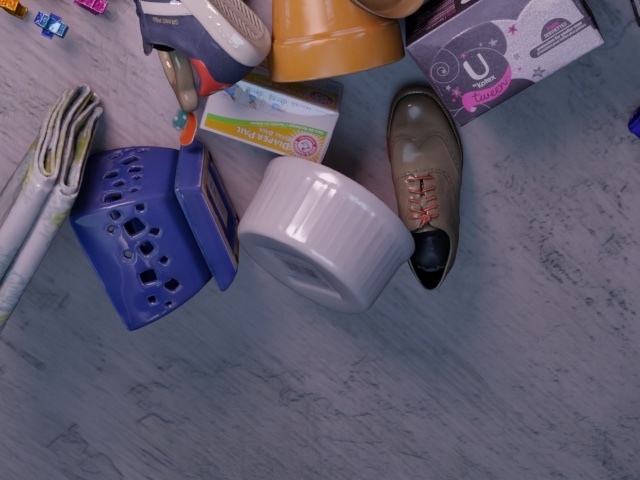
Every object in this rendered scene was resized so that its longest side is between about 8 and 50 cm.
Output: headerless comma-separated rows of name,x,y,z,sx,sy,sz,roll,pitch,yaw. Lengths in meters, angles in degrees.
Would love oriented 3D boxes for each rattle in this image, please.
rattle,-0.185,-0.269,1.709,0.143,0.130,0.199,-29,111,-28

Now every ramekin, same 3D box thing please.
ramekin,0.000,0.000,1.737,0.277,0.135,0.277,29,162,10

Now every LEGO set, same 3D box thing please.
LEGO set,-0.448,-0.374,1.677,0.227,0.093,0.087,26,89,-5

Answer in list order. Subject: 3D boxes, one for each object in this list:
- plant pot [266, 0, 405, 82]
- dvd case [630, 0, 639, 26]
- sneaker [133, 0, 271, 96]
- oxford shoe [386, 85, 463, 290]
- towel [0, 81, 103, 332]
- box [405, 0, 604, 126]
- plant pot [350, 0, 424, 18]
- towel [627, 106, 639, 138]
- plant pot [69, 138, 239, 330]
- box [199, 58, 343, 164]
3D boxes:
plant pot,0.010,-0.346,1.590,0.205,0.205,0.188,-7,105,10
dvd case,0.551,-0.427,1.581,0.221,0.018,0.164,-19,117,17
sneaker,-0.233,-0.357,1.557,0.148,0.131,0.350,-40,86,30
oxford shoe,0.178,-0.079,1.762,0.123,0.130,0.348,-8,121,10
towel,-0.475,-0.044,1.737,0.090,0.320,0.374,26,120,-18
box,0.269,-0.312,1.605,0.247,0.142,0.163,-29,114,21
plant pot,0.065,-0.421,1.522,0.032,0.236,0.236,-17,122,46
towel,0.671,-0.178,1.688,0.308,0.076,0.227,29,120,-12
plant pot,-0.259,-0.028,1.783,0.212,0.236,0.236,-17,119,8
box,-0.075,-0.213,1.714,0.203,0.114,0.103,18,122,-7
